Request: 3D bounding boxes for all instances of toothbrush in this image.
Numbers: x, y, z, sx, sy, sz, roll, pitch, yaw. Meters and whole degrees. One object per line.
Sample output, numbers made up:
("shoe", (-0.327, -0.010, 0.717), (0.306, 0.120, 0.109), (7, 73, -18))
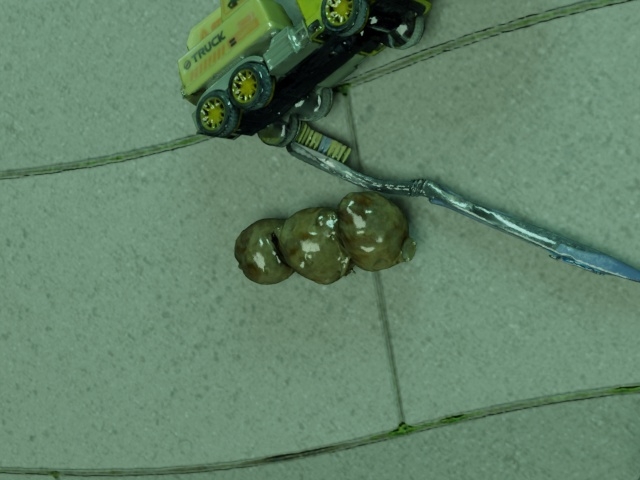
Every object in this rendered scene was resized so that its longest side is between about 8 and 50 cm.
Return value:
("toothbrush", (0.150, -0.033, 1.350), (0.413, 0.035, 0.042), (23, 92, 15))

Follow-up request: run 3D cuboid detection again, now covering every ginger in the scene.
("ginger", (0.000, 0.000, 1.399), (0.204, 0.080, 0.104), (-14, 134, 32))

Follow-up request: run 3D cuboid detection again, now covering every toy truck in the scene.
("toy truck", (-0.032, -0.215, 1.323), (0.272, 0.124, 0.157), (-35, 68, 31))

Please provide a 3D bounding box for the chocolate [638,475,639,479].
("chocolate", (0.373, 0.253, 1.236), (0.147, 0.221, 0.221), (0, 109, -1))
